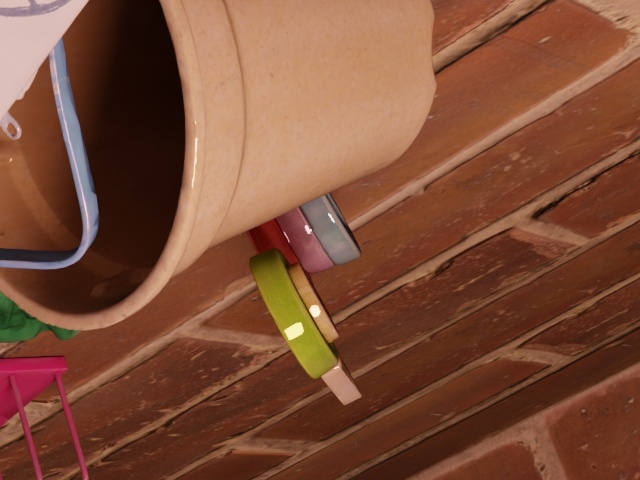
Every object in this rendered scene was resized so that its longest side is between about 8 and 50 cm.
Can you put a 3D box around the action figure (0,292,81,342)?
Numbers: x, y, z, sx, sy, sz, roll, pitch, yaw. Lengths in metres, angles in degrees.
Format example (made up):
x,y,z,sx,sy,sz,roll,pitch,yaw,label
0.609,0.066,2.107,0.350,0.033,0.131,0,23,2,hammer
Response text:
x,y,z,sx,sy,sz,roll,pitch,yaw,label
-0.315,0.052,1.771,0.137,0.063,0.232,-13,162,-12,action figure

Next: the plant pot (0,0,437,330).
x,y,z,sx,sy,sz,roll,pitch,yaw,label
-0.091,-0.131,1.239,0.305,0.334,0.334,-17,162,-43,plant pot

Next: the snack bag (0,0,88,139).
x,y,z,sx,sy,sz,roll,pitch,yaw,label
-0.297,-0.134,0.898,0.323,0.037,0.342,21,125,-33,snack bag

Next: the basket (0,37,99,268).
x,y,z,sx,sy,sz,roll,pitch,yaw,label
-0.299,-0.097,1.091,0.289,0.254,0.201,-4,-162,8,basket

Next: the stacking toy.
x,y,z,sx,sy,sz,roll,pitch,yaw,label
0.000,0.000,1.649,0.130,0.279,0.309,-29,159,4,stacking toy

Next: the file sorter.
x,y,z,sx,sy,sz,roll,pitch,yaw,label
-0.457,0.269,2.009,0.291,0.182,0.202,1,151,-44,file sorter
